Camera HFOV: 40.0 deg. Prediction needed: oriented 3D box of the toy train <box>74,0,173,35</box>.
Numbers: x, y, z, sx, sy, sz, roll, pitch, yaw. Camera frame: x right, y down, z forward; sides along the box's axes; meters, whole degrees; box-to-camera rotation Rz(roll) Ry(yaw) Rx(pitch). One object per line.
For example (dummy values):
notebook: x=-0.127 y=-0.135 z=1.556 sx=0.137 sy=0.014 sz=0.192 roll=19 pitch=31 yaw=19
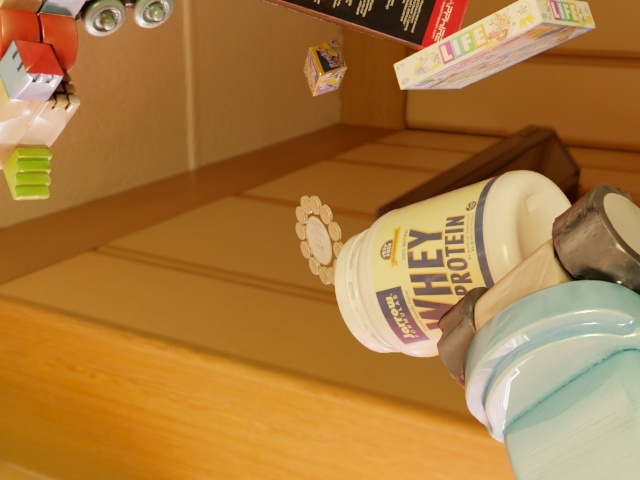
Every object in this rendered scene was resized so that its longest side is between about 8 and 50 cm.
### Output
toy train: x=-0.366 y=-0.435 z=1.420 sx=0.333 sy=0.142 sz=0.190 roll=-20 pitch=-29 yaw=-29

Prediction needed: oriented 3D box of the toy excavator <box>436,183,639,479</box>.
toy excavator: x=0.317 y=0.237 z=0.745 sx=0.433 sy=0.222 sz=0.445 roll=30 pitch=-141 yaw=-19

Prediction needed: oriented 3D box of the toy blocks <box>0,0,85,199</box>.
toy blocks: x=-0.391 y=-0.279 z=1.093 sx=0.190 sy=0.261 sz=0.381 roll=-5 pitch=-117 yaw=-46

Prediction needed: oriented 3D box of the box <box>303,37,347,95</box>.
box: x=0.007 y=-0.317 z=1.621 sx=0.169 sy=0.054 sz=0.059 roll=151 pitch=99 yaw=-84

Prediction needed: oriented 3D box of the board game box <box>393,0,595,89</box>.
board game box: x=0.159 y=-0.179 z=0.810 sx=0.103 sy=0.154 sz=0.026 roll=-12 pitch=-96 yaw=-48

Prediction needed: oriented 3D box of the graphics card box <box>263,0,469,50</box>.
graphics card box: x=0.013 y=-0.383 z=1.046 sx=0.094 sy=0.370 sz=0.233 roll=-125 pitch=50 yaw=-71

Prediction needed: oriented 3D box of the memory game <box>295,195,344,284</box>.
memory game: x=0.000 y=0.000 z=1.707 sx=0.012 sy=0.186 sz=0.186 roll=-18 pitch=-61 yaw=-25

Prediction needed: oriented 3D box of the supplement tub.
supplement tub: x=0.205 y=0.046 z=1.311 sx=0.235 sy=0.324 sz=0.236 roll=19 pitch=-117 yaw=-42
